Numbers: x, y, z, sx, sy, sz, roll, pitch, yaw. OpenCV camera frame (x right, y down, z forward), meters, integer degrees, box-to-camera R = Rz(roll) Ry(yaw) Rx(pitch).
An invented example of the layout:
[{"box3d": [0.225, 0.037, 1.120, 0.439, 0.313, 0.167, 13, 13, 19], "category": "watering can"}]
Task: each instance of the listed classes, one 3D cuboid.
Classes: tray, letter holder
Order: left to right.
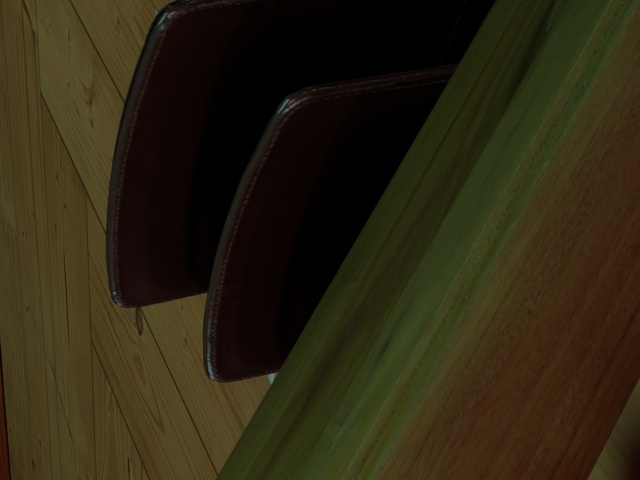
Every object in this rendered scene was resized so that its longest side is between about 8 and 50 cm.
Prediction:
[{"box3d": [0.000, 0.000, 0.937, 0.302, 0.214, 0.152, 109, 146, -55], "category": "letter holder"}, {"box3d": [0.046, 0.045, 0.642, 0.411, 0.076, 0.203, -59, 11, -16], "category": "tray"}]

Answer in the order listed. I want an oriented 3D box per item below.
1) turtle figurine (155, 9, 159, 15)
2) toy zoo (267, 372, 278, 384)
[{"box3d": [-0.041, -0.068, 1.178, 0.175, 0.118, 0.234, -147, 35, -78], "category": "turtle figurine"}, {"box3d": [-0.074, -0.040, 1.417, 0.293, 0.030, 0.192, -122, 28, -47], "category": "toy zoo"}]
